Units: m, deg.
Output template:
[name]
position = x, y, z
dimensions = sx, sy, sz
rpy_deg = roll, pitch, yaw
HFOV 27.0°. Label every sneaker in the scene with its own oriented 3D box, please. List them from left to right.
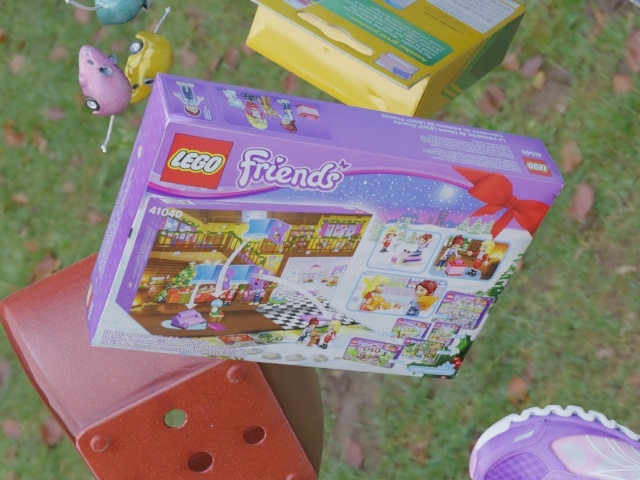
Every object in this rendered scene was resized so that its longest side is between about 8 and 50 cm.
[sneaker]
position = 0.238, 0.205, 1.070
dimensions = 0.104, 0.236, 0.095
rpy_deg = -84, 6, -59

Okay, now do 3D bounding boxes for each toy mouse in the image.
[toy mouse]
position = -0.158, -0.157, 1.063
dimensions = 0.031, 0.143, 0.161
rpy_deg = 6, 68, 22

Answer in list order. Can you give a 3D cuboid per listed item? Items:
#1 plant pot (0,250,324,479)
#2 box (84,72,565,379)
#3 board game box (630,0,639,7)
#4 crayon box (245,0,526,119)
[plant pot]
position = -0.138, 0.158, 1.335
dimensions = 0.267, 0.267, 0.236
rpy_deg = -27, 29, -3
[box]
position = 0.000, 0.000, 0.946
dimensions = 0.057, 0.293, 0.201
rpy_deg = -108, 34, -46
[board game box]
position = 0.315, -0.356, 1.349
dimensions = 0.064, 0.242, 0.316
rpy_deg = -60, 8, -9
[crayon box]
position = 0.065, -0.224, 1.430
dimensions = 0.203, 0.323, 0.083
rpy_deg = 32, 124, 14
